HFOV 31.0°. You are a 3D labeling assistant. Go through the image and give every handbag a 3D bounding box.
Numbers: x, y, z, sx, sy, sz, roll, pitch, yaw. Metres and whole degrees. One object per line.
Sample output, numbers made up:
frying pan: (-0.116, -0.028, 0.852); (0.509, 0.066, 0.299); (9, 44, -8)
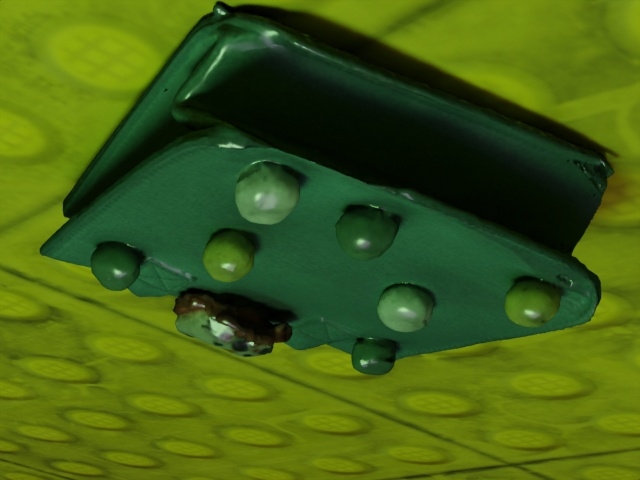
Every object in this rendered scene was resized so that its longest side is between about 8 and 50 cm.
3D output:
handbag: (0.001, 0.004, 0.679); (0.269, 0.100, 0.274); (19, 153, -26)
